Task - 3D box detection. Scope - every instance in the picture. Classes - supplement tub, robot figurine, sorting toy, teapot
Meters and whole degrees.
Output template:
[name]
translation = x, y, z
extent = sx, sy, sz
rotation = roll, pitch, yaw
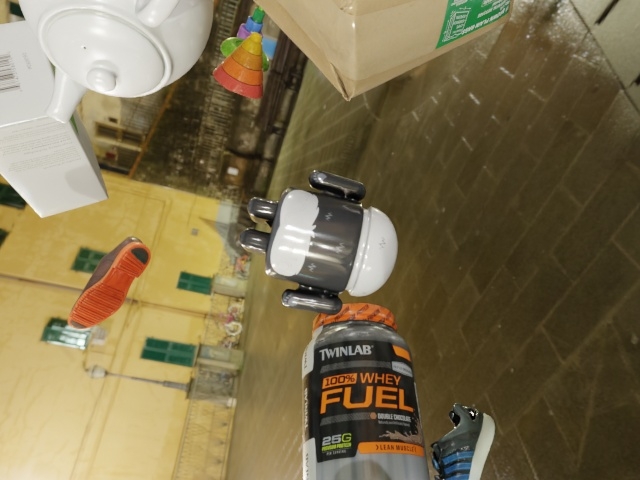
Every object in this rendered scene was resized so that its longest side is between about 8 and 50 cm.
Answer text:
[supplement tub]
translation = 0.070, 0.296, 0.840
extent = 0.207, 0.207, 0.338
rotation = 118, 155, -50
[robot figurine]
translation = -0.001, 0.002, 0.864
extent = 0.174, 0.278, 0.209
rotation = -81, 4, -59
[sorting toy]
translation = -0.164, -0.480, 1.143
extent = 0.126, 0.127, 0.366
rotation = -57, 23, 36
[teapot]
translation = -0.256, -0.274, 0.602
extent = 0.256, 0.252, 0.187
rotation = 97, 174, -67

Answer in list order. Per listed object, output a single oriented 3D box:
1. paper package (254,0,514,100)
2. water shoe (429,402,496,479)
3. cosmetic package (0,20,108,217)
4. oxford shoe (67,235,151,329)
[paper package]
translation = 0.087, -0.408, 0.694
extent = 0.309, 0.324, 0.168
rotation = 53, 163, 23
[water shoe]
translation = 0.197, 0.343, 0.717
extent = 0.203, 0.080, 0.073
rotation = -51, -25, -38
[cosmetic package]
translation = -0.542, -0.208, 0.916
extent = 0.197, 0.155, 0.365
rotation = 67, 162, 10
[oxford shoe]
translation = -0.545, 0.107, 1.228
extent = 0.271, 0.097, 0.098
rotation = -50, 43, -6
